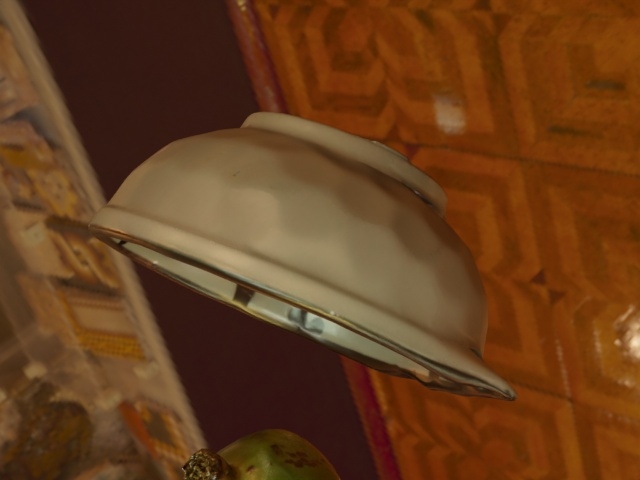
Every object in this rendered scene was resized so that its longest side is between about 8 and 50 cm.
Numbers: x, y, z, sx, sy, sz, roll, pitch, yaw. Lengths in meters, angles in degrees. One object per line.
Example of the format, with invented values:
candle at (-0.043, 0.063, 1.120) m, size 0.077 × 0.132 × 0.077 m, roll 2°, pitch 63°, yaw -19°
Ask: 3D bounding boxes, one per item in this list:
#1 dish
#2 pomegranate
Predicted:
dish at (0.000, 0.000, 0.738) m, size 0.303 × 0.120 × 0.303 m, roll 22°, pitch 172°, yaw 3°
pomegranate at (-0.049, 0.227, 1.015) m, size 0.143 × 0.122 × 0.169 m, roll 6°, pitch 135°, yaw 49°
